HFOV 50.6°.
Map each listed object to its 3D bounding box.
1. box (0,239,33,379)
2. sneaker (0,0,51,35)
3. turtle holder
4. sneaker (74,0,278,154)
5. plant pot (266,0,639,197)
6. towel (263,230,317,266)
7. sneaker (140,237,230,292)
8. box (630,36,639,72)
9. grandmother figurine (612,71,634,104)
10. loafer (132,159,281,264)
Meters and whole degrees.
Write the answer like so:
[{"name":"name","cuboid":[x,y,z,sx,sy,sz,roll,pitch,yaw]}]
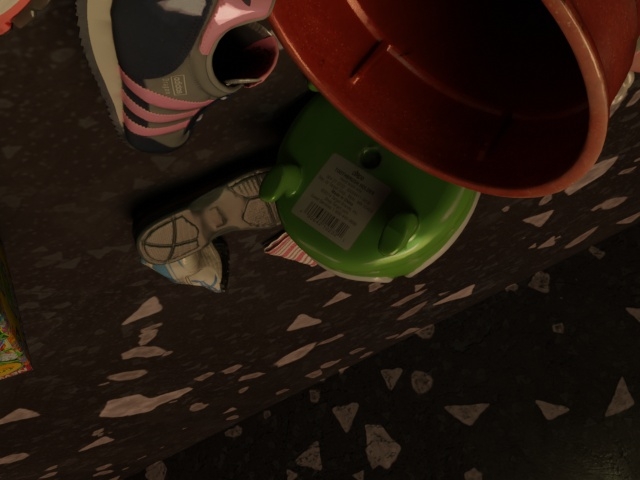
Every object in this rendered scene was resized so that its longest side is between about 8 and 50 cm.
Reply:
[{"name":"box","cuboid":[-0.467,0.054,0.653,0.290,0.177,0.279,-16,159,-20]},{"name":"sneaker","cuboid":[-0.267,-0.172,0.410,0.314,0.115,0.136,-35,153,22]},{"name":"turtle holder","cuboid":[0.084,-0.102,0.843,0.244,0.320,0.227,4,166,19]},{"name":"sneaker","cuboid":[-0.104,-0.137,0.561,0.131,0.112,0.319,10,171,-5]},{"name":"plant pot","cuboid":[0.134,-0.218,0.470,0.265,0.272,0.272,-52,164,-14]},{"name":"towel","cuboid":[0.000,0.000,1.230,0.144,0.029,0.197,-30,158,18]},{"name":"sneaker","cuboid":[-0.198,0.031,1.041,0.086,0.085,0.237,-1,167,12]},{"name":"box","cuboid":[0.454,-0.302,0.855,0.232,0.126,0.148,-6,152,-38]},{"name":"grandmother figurine","cuboid":[0.340,-0.207,0.913,0.104,0.207,0.342,12,-158,33]},{"name":"loafer","cuboid":[-0.128,-0.056,0.918,0.268,0.084,0.096,-22,128,-15]}]
